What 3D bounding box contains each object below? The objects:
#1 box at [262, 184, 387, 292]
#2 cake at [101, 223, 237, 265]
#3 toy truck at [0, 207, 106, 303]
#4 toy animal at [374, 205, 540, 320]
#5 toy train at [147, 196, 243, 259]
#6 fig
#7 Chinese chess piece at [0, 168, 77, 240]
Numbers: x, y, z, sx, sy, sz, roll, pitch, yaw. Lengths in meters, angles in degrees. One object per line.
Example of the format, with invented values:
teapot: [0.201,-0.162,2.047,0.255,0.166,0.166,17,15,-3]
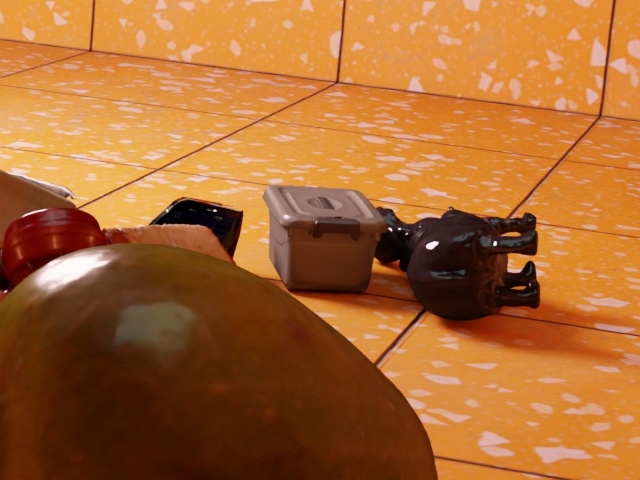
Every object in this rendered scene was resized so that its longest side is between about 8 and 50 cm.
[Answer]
box: [0.000,0.000,2.225,0.124,0.092,0.172,3,14,-10]
cake: [-0.094,0.081,1.701,0.262,0.159,0.158,17,15,36]
toy truck: [-0.223,0.107,1.514,0.265,0.189,0.239,-13,-24,2]
toy animal: [0.156,0.016,2.203,0.168,0.106,0.343,-5,8,-10]
toy train: [-0.152,0.032,2.042,0.086,0.089,0.409,11,13,4]
fig: [-0.069,0.138,1.280,0.326,0.258,0.258,14,9,-24]
Chinese chess piece: [-0.406,-0.038,1.902,0.349,0.146,0.349,21,-1,1]
